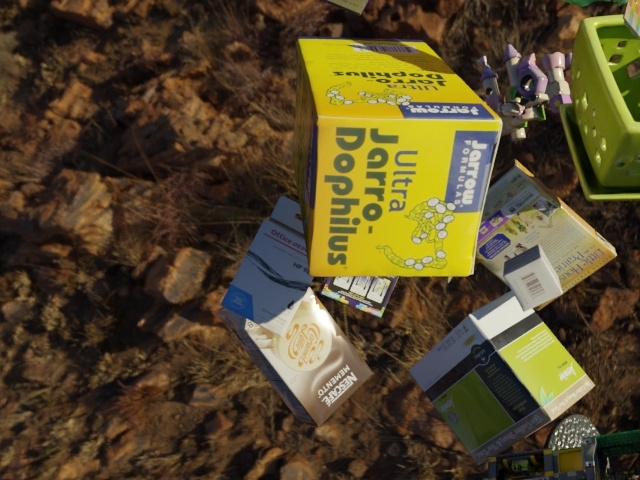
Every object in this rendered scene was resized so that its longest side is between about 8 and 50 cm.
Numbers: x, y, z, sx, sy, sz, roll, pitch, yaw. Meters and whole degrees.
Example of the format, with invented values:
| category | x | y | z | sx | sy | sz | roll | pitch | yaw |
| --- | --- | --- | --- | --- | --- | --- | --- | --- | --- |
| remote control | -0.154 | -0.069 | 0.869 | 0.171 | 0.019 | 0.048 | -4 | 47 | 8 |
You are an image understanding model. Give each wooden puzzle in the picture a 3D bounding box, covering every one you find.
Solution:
| category | x | y | z | sx | sy | sz | roll | pitch | yaw |
| --- | --- | --- | --- | --- | --- | --- | --- | --- | --- |
| wooden puzzle | 0.374 | -0.273 | 0.770 | 0.006 | 0.083 | 0.049 | 6 | 78 | 48 |

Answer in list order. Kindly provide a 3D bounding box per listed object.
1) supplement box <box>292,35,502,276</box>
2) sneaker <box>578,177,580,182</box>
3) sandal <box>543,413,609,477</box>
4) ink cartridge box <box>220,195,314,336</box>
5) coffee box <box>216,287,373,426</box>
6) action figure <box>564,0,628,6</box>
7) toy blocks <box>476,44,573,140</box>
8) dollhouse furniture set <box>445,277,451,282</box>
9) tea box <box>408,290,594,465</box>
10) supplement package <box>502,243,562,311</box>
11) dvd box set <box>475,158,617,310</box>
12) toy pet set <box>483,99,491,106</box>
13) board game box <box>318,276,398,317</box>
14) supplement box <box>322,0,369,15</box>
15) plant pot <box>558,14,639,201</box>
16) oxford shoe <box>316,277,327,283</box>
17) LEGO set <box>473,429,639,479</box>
| category | x | y | z | sx | sy | sz | roll | pitch | yaw |
| --- | --- | --- | --- | --- | --- | --- | --- | --- | --- |
| supplement box | 0.069 | -0.126 | 0.837 | 0.196 | 0.194 | 0.356 | 0 | 29 | -6 |
| sneaker | 0.747 | -0.197 | 1.729 | 0.101 | 0.267 | 0.106 | 29 | 82 | 30 |
| sandal | 0.596 | 0.643 | 1.548 | 0.168 | 0.107 | 0.445 | 11 | 67 | -12 |
| ink cartridge box | -0.058 | 0.035 | 0.949 | 0.104 | 0.060 | 0.180 | 27 | 96 | 1 |
| coffee box | -0.043 | 0.177 | 1.119 | 0.141 | 0.098 | 0.246 | -40 | 97 | -24 |
| action figure | 0.288 | -0.331 | 0.750 | 0.137 | 0.063 | 0.232 | -31 | 46 | 7 |
| toy blocks | 0.580 | -0.465 | 1.891 | 0.289 | 0.309 | 0.259 | -18 | 77 | 49 |
| dollhouse furniture set | 0.164 | -0.006 | 1.309 | 0.262 | 0.259 | 0.135 | 12 | 115 | 21 |
| tea box | 0.476 | 0.371 | 1.751 | 0.323 | 0.220 | 0.329 | 55 | 140 | 19 |
| supplement package | 0.529 | 0.091 | 1.623 | 0.105 | 0.179 | 0.105 | -31 | 89 | 20 |
| dvd box set | 0.630 | -0.007 | 1.976 | 0.420 | 0.062 | 0.307 | 39 | 123 | -8 |
| toy pet set | 0.453 | -0.313 | 1.789 | 0.065 | 0.114 | 0.122 | 26 | 114 | 4 |
| board game box | 0.100 | 0.097 | 1.632 | 0.171 | 0.048 | 0.141 | 24 | 91 | -12 |
| supplement box | 0.037 | -0.388 | 0.721 | 0.111 | 0.114 | 0.219 | 18 | 73 | -11 |
| plant pot | 0.487 | -0.180 | 0.951 | 0.229 | 0.207 | 0.227 | -2 | 58 | 0 |
| oxford shoe | 0.000 | 0.000 | 1.500 | 0.096 | 0.227 | 0.083 | 21 | 39 | 22 |
| LEGO set | 0.370 | 0.407 | 0.872 | 0.332 | 0.254 | 0.192 | -12 | 34 | 25 |
